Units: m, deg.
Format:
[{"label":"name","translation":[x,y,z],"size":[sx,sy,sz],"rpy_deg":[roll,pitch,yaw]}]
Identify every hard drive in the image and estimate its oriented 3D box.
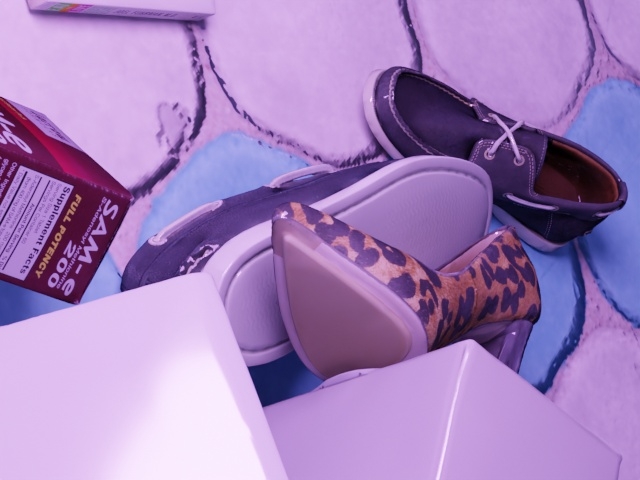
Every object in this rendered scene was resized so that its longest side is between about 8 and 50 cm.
[{"label":"hard drive","translation":[-0.104,0.173,0.992],"size":[0.203,0.040,0.307],"rpy_deg":[-16,58,-11]}]

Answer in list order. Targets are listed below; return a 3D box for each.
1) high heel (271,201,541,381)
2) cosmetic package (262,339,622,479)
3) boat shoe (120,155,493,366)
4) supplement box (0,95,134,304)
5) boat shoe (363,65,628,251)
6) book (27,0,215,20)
[{"label":"high heel","translation":[0.053,0.009,1.235],"size":[0.261,0.093,0.186],"rpy_deg":[49,41,-38]},{"label":"cosmetic package","translation":[0.021,0.267,1.106],"size":[0.156,0.217,0.385],"rpy_deg":[39,52,-29]},{"label":"boat shoe","translation":[0.000,0.000,1.283],"size":[0.302,0.091,0.114],"rpy_deg":[-12,111,-51]},{"label":"supplement box","translation":[-0.231,-0.054,1.038],"size":[0.239,0.130,0.073],"rpy_deg":[23,101,-39]},{"label":"boat shoe","translation":[0.128,-0.070,1.458],"size":[0.233,0.079,0.084],"rpy_deg":[29,56,-33]},{"label":"book","translation":[-0.134,-0.192,1.278],"size":[0.144,0.035,0.096],"rpy_deg":[-4,80,-48]}]
